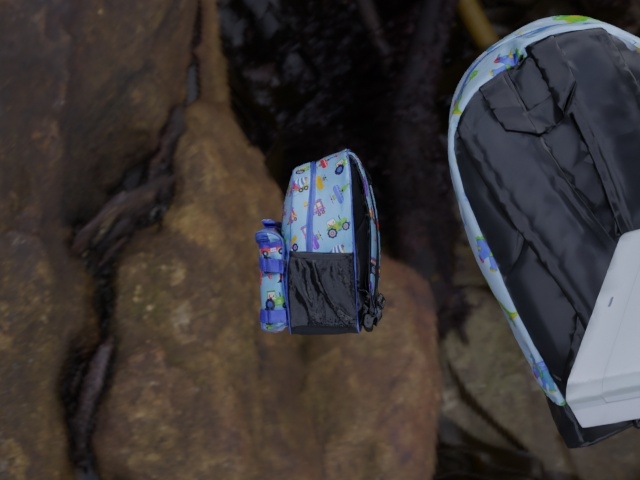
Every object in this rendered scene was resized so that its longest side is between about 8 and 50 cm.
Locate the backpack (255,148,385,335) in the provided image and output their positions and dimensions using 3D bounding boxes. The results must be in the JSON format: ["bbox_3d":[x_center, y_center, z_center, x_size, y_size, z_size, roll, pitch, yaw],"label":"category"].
[{"bbox_3d":[0.000,0.000,1.230,0.117,0.158,0.173,-3,93,5],"label":"backpack"}]

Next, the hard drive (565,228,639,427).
[{"bbox_3d":[0.331,0.026,0.858,0.040,0.308,0.203,56,39,-21],"label":"hard drive"}]

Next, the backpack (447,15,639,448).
[{"bbox_3d":[0.260,-0.037,1.194,0.355,0.290,0.273,52,17,-20],"label":"backpack"}]
